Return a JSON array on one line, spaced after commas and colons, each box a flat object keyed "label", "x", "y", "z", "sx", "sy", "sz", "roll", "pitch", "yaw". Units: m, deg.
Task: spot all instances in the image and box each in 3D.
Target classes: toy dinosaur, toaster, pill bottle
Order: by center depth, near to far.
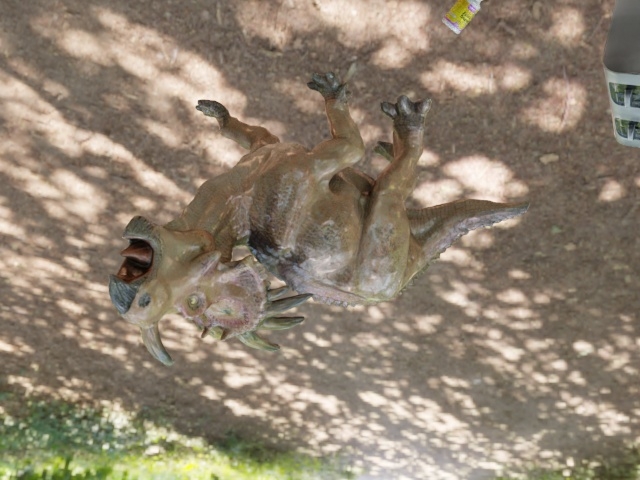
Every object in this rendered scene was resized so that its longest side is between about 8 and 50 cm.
[{"label": "toy dinosaur", "x": 0.000, "y": 0.000, "z": 0.509, "sx": 0.295, "sy": 0.200, "sz": 0.127, "roll": 11, "pitch": 166, "yaw": -22}, {"label": "toaster", "x": 0.409, "y": -0.219, "z": 0.844, "sx": 0.110, "sy": 0.186, "sz": 0.168, "roll": 9, "pitch": 162, "yaw": 30}, {"label": "pill bottle", "x": 0.276, "y": -0.442, "z": 1.364, "sx": 0.043, "sy": 0.043, "sz": 0.083, "roll": 25, "pitch": 115, "yaw": -34}]
